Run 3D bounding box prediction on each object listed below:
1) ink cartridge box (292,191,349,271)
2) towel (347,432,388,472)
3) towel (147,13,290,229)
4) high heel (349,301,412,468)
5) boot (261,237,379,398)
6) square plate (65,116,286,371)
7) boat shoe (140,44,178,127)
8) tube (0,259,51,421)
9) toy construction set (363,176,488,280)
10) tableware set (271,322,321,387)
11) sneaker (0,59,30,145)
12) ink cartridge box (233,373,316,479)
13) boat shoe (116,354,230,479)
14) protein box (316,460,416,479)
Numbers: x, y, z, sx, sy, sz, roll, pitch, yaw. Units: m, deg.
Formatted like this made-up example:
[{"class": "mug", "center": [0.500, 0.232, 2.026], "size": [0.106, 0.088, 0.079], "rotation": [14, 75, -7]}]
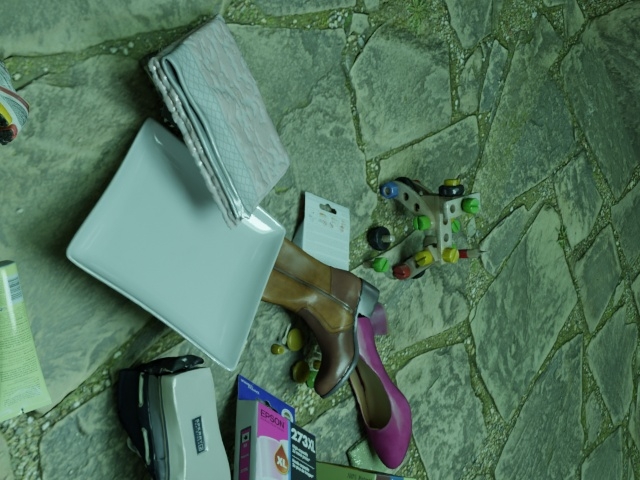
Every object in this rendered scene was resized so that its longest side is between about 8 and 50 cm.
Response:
[{"class": "ink cartridge box", "center": [0.000, 0.000, 1.691], "size": [0.145, 0.045, 0.179], "rotation": [19, 63, -42]}, {"class": "towel", "center": [0.122, 0.490, 1.782], "size": [0.148, 0.027, 0.110], "rotation": [-24, 103, -44]}, {"class": "towel", "center": [-0.169, -0.228, 1.435], "size": [0.317, 0.054, 0.331], "rotation": [-66, 136, -60]}, {"class": "high heel", "center": [0.087, 0.321, 1.696], "size": [0.181, 0.127, 0.377], "rotation": [-4, 80, -46]}, {"class": "boot", "center": [-0.043, 0.145, 1.548], "size": [0.281, 0.096, 0.264], "rotation": [28, 78, -17]}, {"class": "square plate", "center": [-0.237, 0.005, 1.360], "size": [0.344, 0.049, 0.347], "rotation": [41, 44, -24]}, {"class": "boat shoe", "center": [-0.255, -0.242, 1.423], "size": [0.078, 0.070, 0.219], "rotation": [-81, 148, -75]}, {"class": "tube", "center": [-0.475, 0.152, 1.186], "size": [0.070, 0.062, 0.240], "rotation": [-8, 101, -2]}, {"class": "toy construction set", "center": [0.299, -0.021, 1.845], "size": [0.309, 0.237, 0.257], "rotation": [20, 73, -43]}, {"class": "tableware set", "center": [-0.043, 0.245, 1.637], "size": [0.154, 0.024, 0.104], "rotation": [36, 66, -39]}, {"class": "sneaker", "center": [-0.524, -0.249, 1.153], "size": [0.225, 0.088, 0.092], "rotation": [56, 32, -27]}, {"class": "ink cartridge box", "center": [-0.082, 0.427, 1.439], "size": [0.176, 0.069, 0.370], "rotation": [40, 30, -35]}, {"class": "boat shoe", "center": [-0.253, 0.358, 1.320], "size": [0.127, 0.158, 0.340], "rotation": [-4, 90, -52]}, {"class": "protein box", "center": [0.067, 0.570, 1.598], "size": [0.136, 0.200, 0.201], "rotation": [22, 71, -43]}]
